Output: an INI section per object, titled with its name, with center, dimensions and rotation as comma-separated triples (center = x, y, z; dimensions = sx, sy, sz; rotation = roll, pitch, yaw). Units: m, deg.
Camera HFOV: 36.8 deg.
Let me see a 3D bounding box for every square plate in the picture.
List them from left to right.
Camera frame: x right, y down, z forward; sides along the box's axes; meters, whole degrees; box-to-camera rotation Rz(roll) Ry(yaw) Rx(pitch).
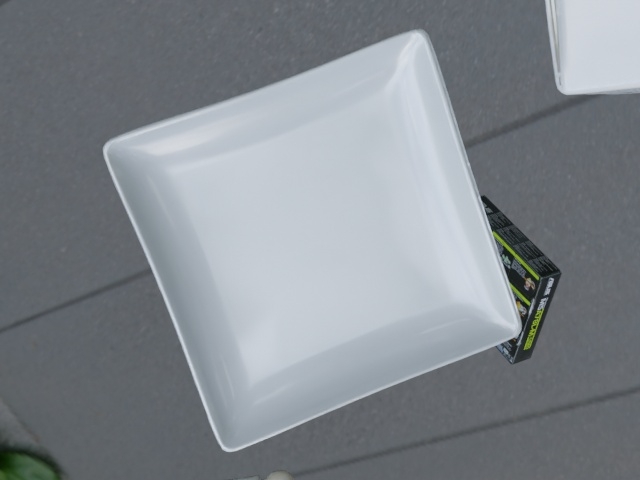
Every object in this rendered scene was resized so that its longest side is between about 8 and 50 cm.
[square plate]
center = 0.000, 0.000, 0.996
dimensions = 0.347, 0.049, 0.344
rotation = -21, 101, -7

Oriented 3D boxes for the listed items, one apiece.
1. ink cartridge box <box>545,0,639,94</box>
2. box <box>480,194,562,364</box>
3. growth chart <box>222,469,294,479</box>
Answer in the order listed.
[ink cartridge box]
center = 0.232, -0.138, 0.470
dimensions = 0.207, 0.283, 0.117
rotation = -4, 97, 22
[box]
center = 0.269, 0.059, 1.454
dimensions = 0.045, 0.190, 0.184
rotation = -14, 134, -26
[growth chart]
center = -0.063, 0.199, 0.428
dimensions = 0.172, 0.237, 0.021
rotation = -13, 129, -10
